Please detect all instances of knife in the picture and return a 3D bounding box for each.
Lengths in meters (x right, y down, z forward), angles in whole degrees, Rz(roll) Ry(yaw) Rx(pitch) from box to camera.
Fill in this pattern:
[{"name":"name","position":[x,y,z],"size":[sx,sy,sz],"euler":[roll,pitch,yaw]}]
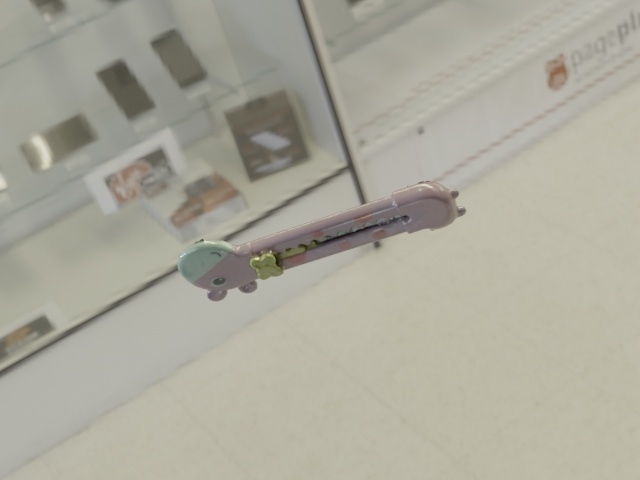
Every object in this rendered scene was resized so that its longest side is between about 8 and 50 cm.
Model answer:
[{"name":"knife","position":[0.000,0.001,1.709],"size":[0.399,0.132,0.038],"euler":[-18,51,10]}]
